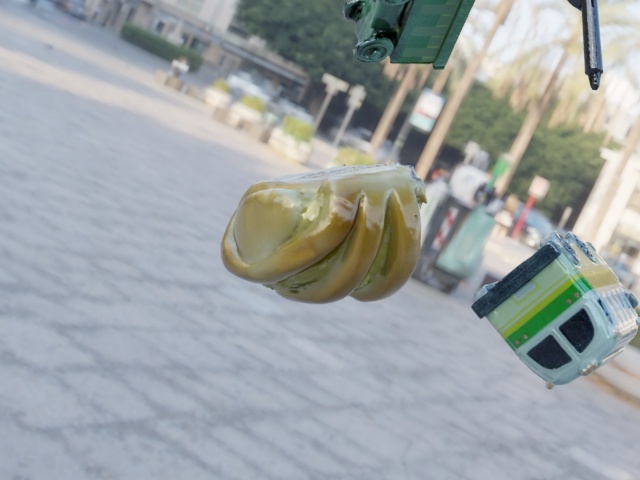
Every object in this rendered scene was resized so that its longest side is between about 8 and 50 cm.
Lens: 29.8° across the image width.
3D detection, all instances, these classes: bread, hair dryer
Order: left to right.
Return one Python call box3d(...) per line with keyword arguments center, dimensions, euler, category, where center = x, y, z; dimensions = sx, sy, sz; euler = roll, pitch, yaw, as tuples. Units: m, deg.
box3d(center=(0.000, 0.000, 1.819), dimensions=(0.270, 0.211, 0.315), euler=(-12, 6, -33), category="bread")
box3d(center=(0.488, -0.389, 2.138), dimensions=(0.070, 0.248, 0.114), euler=(10, -21, -19), category="hair dryer")

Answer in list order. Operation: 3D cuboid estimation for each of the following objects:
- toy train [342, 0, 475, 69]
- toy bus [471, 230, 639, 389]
box3d(center=(0.159, -0.415, 2.079), dimensions=(0.202, 0.120, 0.301), euler=(-3, -27, -13), category="toy train")
box3d(center=(0.308, 0.089, 1.507), dimensions=(0.165, 0.133, 0.276), euler=(53, 18, 14), category="toy bus")
